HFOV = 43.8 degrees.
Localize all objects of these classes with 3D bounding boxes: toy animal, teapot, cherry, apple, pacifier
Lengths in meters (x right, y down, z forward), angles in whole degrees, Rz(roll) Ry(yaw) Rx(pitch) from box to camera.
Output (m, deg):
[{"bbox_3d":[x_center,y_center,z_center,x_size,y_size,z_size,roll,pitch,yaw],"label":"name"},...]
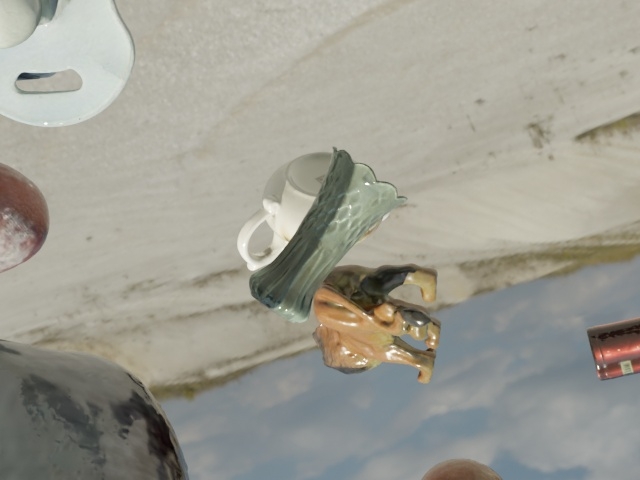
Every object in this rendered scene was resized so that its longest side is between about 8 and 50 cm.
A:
[{"bbox_3d":[0.051,0.091,0.865,0.157,0.097,0.312,3,157,12],"label":"toy animal"},{"bbox_3d":[-0.005,-0.053,1.321,0.298,0.204,0.139,-18,136,-22],"label":"teapot"},{"bbox_3d":[-0.593,-0.036,1.322,0.285,0.213,0.236,1,-130,25],"label":"cherry"},{"bbox_3d":[0.240,0.463,1.339,0.181,0.181,0.168,-25,-177,25],"label":"apple"},{"bbox_3d":[-0.207,0.182,0.512,0.255,0.296,0.218,9,121,-41],"label":"cherry"},{"bbox_3d":[-0.332,-0.256,0.843,0.244,0.299,0.233,-6,-159,-3],"label":"pacifier"}]

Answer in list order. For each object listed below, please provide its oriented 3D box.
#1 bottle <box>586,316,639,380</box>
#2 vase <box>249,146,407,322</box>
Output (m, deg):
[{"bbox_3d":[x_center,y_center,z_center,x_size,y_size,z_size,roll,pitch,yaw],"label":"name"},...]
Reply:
[{"bbox_3d":[0.354,0.094,0.791,0.164,0.060,0.060,-16,-179,19],"label":"bottle"},{"bbox_3d":[0.000,0.000,0.696,0.148,0.081,0.081,-53,178,0],"label":"vase"}]
